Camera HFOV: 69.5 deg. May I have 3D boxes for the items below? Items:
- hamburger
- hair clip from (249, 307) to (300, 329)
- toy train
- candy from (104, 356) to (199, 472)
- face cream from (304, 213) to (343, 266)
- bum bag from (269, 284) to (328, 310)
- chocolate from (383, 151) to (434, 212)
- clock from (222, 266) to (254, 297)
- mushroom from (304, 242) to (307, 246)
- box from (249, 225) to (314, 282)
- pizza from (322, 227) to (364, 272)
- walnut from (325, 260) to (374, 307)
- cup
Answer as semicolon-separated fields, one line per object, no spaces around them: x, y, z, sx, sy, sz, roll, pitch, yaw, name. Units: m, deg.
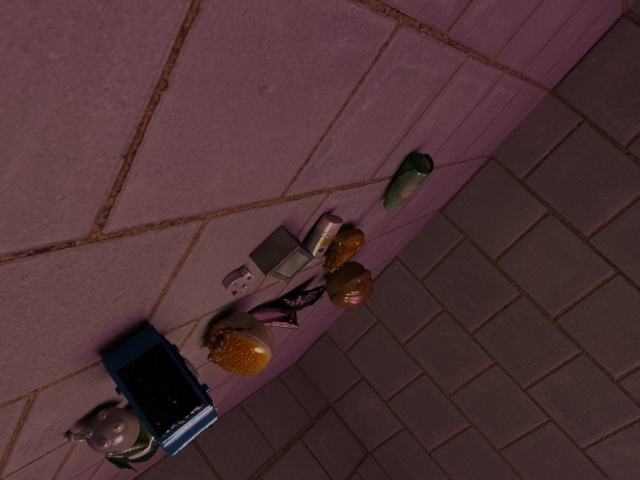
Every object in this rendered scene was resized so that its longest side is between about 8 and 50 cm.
-0.281;0.372;1.602;0.151;0.227;0.295;-61;178;-43;hamburger
-0.215;0.324;1.853;0.110;0.096;0.358;-22;160;39;hair clip
-0.396;0.382;1.171;0.188;0.300;0.265;-36;175;-24;toy train
-0.576;0.608;1.627;0.398;0.172;0.263;-50;173;-22;candy
0.000;0.000;1.546;0.084;0.057;0.198;5;130;-36;face cream
-0.102;0.265;2.031;0.310;0.074;0.137;-15;152;-33;bum bag
0.320;-0.208;1.766;0.110;0.110;0.291;-33;165;-32;chocolate
-0.239;0.126;1.362;0.087;0.041;0.129;-35;159;-15;clock
-0.048;0.043;1.637;0.306;0.043;0.068;-49;176;22;mushroom
-0.110;0.051;1.399;0.129;0.086;0.225;-43;166;1;box
0.078;0.038;1.849;0.229;0.081;0.289;-53;163;13;pizza
0.144;0.213;2.243;0.261;0.225;0.225;-21;154;-45;walnut
-0.661;0.572;1.411;0.142;0.173;0.134;97;11;-66;cup
